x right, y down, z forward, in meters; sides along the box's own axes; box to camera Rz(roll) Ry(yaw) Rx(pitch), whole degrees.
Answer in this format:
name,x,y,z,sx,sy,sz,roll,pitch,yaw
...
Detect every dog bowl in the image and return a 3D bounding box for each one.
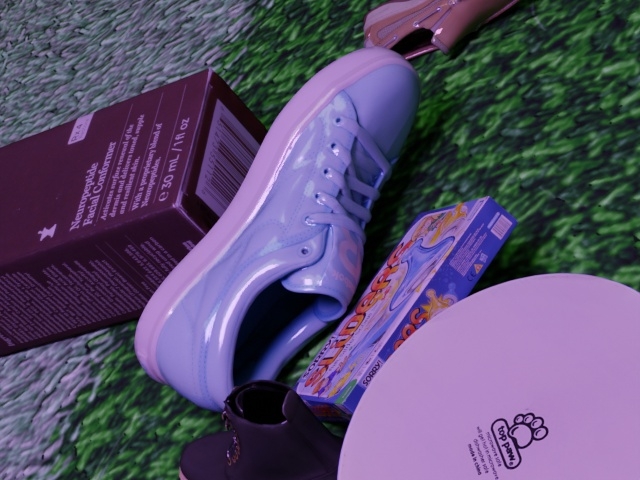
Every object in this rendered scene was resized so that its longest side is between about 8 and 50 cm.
name,x,y,z,sx,sy,sz,roll,pitch,yaw
dog bowl,0.147,0.155,0.834,0.265,0.104,0.265,-22,43,22

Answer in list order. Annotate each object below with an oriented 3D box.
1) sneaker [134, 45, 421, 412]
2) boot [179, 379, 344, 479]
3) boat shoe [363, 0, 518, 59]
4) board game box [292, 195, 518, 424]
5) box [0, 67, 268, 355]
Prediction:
name,x,y,z,sx,sy,sz,roll,pitch,yaw
sneaker,0.000,0.000,1.093,0.150,0.135,0.366,30,84,42
boot,-0.059,0.150,0.976,0.198,0.137,0.077,-7,49,35
boat shoe,0.127,-0.216,1.243,0.190,0.068,0.072,-21,54,37
board game box,0.063,0.058,1.002,0.201,0.035,0.136,-53,12,-16
box,-0.243,-0.019,1.285,0.381,0.143,0.191,-18,44,28
